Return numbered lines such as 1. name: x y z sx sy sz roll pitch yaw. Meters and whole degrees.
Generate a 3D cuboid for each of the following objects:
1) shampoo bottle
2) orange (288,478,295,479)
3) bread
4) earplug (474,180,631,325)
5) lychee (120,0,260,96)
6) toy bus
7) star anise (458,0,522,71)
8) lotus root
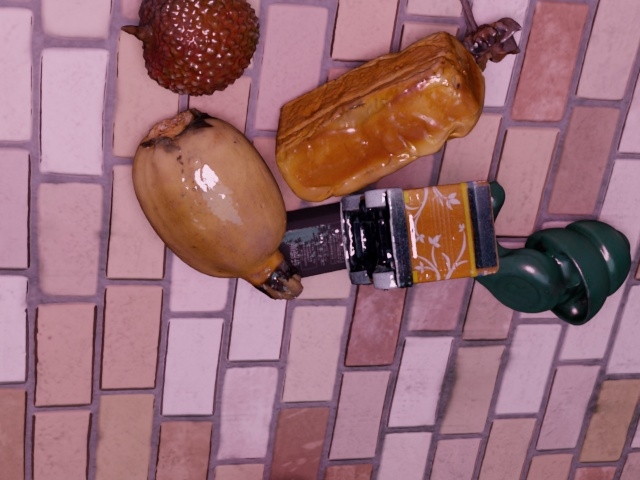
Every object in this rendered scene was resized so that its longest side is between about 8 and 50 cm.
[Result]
1. shampoo bottle: 0.000 -0.001 1.613 0.309 0.071 0.098 -11 120 -10
2. orange: -0.042 0.553 1.811 0.271 0.210 0.369 3 117 9
3. bread: 0.080 -0.169 1.455 0.294 0.167 0.132 -23 114 22
4. earplug: 0.364 0.018 1.702 0.280 0.164 0.257 -18 84 -19
5. lychee: -0.171 -0.265 1.372 0.197 0.165 0.165 -11 121 -29
6. toy bus: 0.125 -0.009 1.454 0.167 0.275 0.138 -7 91 -13
7. star anise: 0.169 -0.335 1.516 0.148 0.218 0.227 -35 81 38
8. lotus root: -0.134 -0.035 1.487 0.183 0.183 0.310 -33 109 3
